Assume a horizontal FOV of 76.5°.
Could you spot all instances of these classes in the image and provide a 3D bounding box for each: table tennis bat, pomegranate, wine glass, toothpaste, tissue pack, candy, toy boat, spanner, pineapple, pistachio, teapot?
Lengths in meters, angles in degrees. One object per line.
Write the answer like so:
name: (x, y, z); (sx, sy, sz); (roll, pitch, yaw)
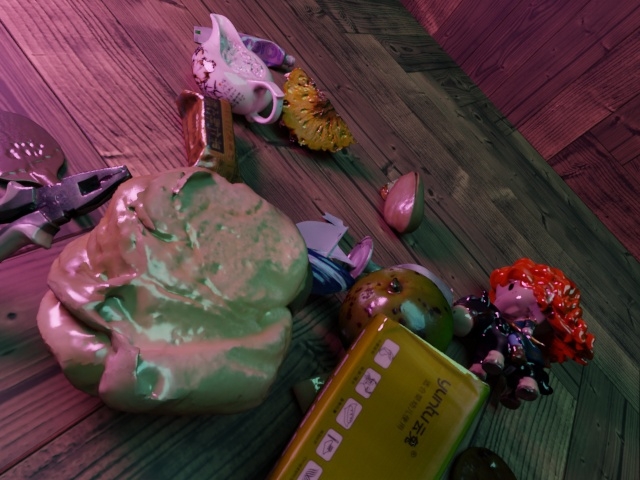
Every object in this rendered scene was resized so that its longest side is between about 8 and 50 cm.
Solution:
table tennis bat: (-0.472, -0.125, 0.655); (0.234, 0.022, 0.131); (43, 41, 1)
pomegranate: (0.144, 0.170, 0.773); (0.211, 0.263, 0.211); (-9, 39, 8)
wine glass: (0.175, 0.097, 0.914); (0.241, 0.126, 0.126); (28, 44, -14)
toothpaste: (-0.215, -0.560, 1.180); (0.301, 0.048, 0.075); (5, 83, -28)
tissue pack: (0.063, 0.256, 0.536); (0.167, 0.200, 0.275); (35, 80, 9)
candy: (-0.231, -0.194, 0.845); (0.143, 0.101, 0.271); (8, 59, -41)
toy boat: (0.000, 0.000, 0.885); (0.220, 0.067, 0.291); (28, 36, 6)
spanner: (-0.391, -0.017, 0.499); (0.325, 0.040, 0.096); (-27, 76, -11)
pineapple: (-0.045, -0.326, 1.103); (0.250, 0.140, 0.164); (46, -5, -32)
pistachio: (0.234, -0.104, 1.111); (0.108, 0.126, 0.185); (14, 69, -2)
teapot: (-0.193, -0.399, 0.996); (0.300, 0.166, 0.208); (45, 29, 15)

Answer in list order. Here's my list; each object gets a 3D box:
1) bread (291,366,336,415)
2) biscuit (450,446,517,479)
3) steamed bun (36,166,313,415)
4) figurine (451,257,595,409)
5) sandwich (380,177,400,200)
bread: (0.042, 0.306, 0.689); (0.139, 0.060, 0.178); (-8, 63, -41)
biscuit: (0.331, 0.507, 0.777); (0.212, 0.036, 0.212); (22, 47, -25)
steamed bun: (-0.180, 0.074, 0.568); (0.325, 0.230, 0.372); (36, 42, -24)
figurine: (0.495, 0.221, 1.024); (0.411, 0.241, 0.306); (-19, 46, -27)
sandwich: (0.222, -0.146, 1.207); (0.105, 0.036, 0.093); (12, 52, -30)
